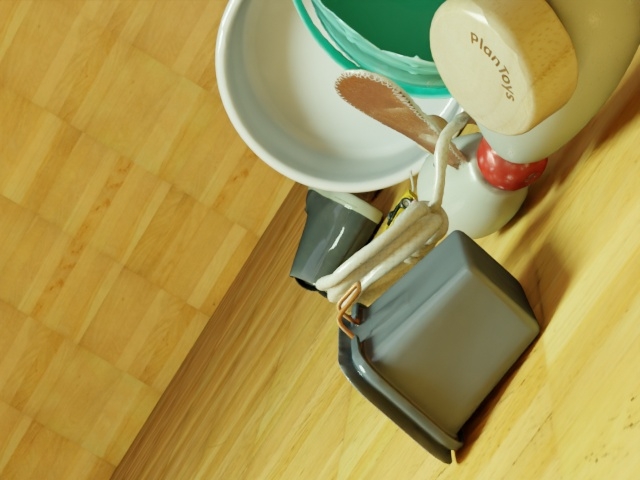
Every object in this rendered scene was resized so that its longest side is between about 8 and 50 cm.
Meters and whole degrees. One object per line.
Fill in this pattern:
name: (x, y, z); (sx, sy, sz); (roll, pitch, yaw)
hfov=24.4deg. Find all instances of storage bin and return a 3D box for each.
storage bin: (0.066, 0.047, 0.843); (0.091, 0.098, 0.135); (-48, 7, 9)

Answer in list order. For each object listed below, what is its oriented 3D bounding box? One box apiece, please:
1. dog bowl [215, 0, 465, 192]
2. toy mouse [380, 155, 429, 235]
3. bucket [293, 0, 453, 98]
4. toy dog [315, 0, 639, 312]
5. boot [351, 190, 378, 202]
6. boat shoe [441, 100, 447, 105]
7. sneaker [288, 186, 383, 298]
dog bowl: (0.031, -0.189, 1.512); (0.265, 0.265, 0.104); (-57, 3, 20)
toy mouse: (0.092, -0.032, 1.321); (0.161, 0.031, 0.143); (-63, 6, -33)
bucket: (0.102, -0.258, 1.251); (0.281, 0.281, 0.183); (-59, -5, -4)
toy dog: (0.097, -0.117, 0.895); (0.220, 0.161, 0.333); (-25, -15, -40)
boot: (0.089, -0.156, 1.870); (0.207, 0.090, 0.248); (-54, 5, -29)
boat shoe: (0.143, -0.171, 1.608); (0.035, 0.035, 0.100); (-55, 7, 40)
sneaker: (0.000, 0.000, 1.731); (0.118, 0.083, 0.222); (-60, 6, -3)
